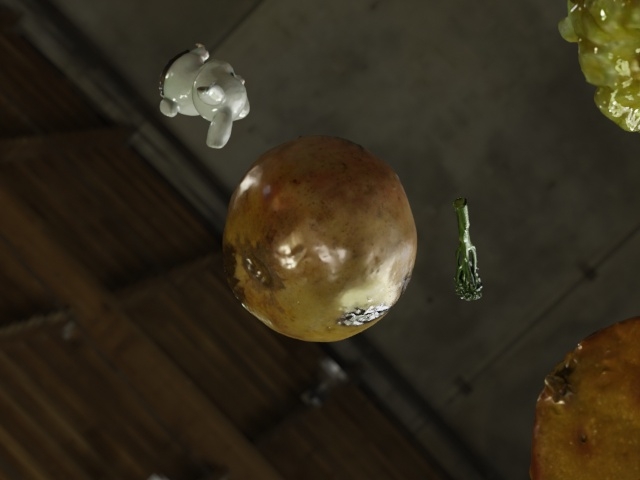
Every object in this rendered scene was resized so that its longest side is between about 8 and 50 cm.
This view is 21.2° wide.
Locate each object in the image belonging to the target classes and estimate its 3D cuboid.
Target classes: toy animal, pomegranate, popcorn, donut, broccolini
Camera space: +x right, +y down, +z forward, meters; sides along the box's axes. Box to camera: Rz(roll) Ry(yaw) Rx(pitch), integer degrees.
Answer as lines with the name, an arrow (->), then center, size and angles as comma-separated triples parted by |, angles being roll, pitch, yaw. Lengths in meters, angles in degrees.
toy animal -> -0.113, -0.151, 1.743 | 0.124, 0.085, 0.071 | 23, 134, 50
pomegranate -> 0.000, 0.000, 2.549 | 0.322, 0.322, 0.322 | 43, -167, -13
popcorn -> 0.443, -0.320, 2.178 | 0.335, 0.274, 0.279 | 75, -160, -62
donut -> 0.272, 0.173, 1.260 | 0.253, 0.253, 0.118 | 53, 173, 27
broccolini -> 0.154, 0.012, 1.804 | 0.140, 0.030, 0.035 | 80, -177, -46
